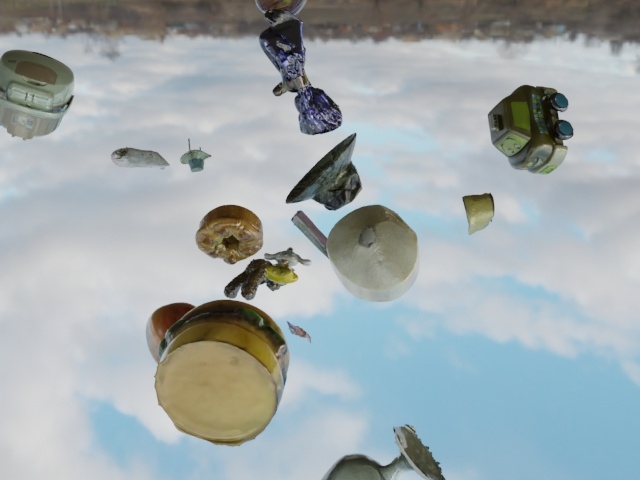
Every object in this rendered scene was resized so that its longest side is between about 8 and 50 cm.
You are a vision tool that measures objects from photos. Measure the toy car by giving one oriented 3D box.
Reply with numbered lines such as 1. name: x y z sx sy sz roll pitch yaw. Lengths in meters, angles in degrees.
1. toy car: 0.558 -0.310 2.205 0.198 0.247 0.204 3 160 -20

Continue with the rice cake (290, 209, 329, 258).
1. rice cake: 0.000 0.000 2.193 0.036 0.206 0.047 -37 -171 42

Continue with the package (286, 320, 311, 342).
1. package: -0.069 0.314 2.729 0.111 0.077 0.033 28 -127 21

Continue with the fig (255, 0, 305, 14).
1. fig: -0.104 -0.813 2.491 0.191 0.190 0.290 -10 177 -28

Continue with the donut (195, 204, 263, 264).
1. donut: -0.296 -0.019 2.619 0.227 0.226 0.113 0 -128 -1

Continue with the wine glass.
1. wine glass: 0.140 0.640 2.064 0.238 0.323 0.238 42 -165 -13

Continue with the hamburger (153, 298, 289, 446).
1. hamburger: -0.279 0.356 2.298 0.396 0.395 0.277 1 -155 4

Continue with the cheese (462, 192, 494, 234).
1. cheese: 0.323 -0.052 1.616 0.060 0.084 0.041 -7 -170 -1

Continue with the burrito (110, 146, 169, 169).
1. burrito: -0.515 -0.233 2.276 0.064 0.064 0.203 11 -173 31

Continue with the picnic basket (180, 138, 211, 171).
1. picnic basket: -0.325 -0.219 2.071 0.083 0.083 0.065 -17 164 19

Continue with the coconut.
1. coconut: 0.130 0.031 1.884 0.241 0.241 0.241 0 -162 0

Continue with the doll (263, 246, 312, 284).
1. doll: -0.091 0.070 2.219 0.135 0.071 0.113 -11 -127 3

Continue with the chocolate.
1. chocolate: -0.062 -0.423 2.027 0.149 0.343 0.126 -26 -153 4

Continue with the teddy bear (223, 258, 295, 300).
1. teddy bear: -0.202 0.124 2.728 0.182 0.129 0.251 7 -166 44

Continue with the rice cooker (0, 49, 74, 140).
1. rice cooker: -0.530 -0.272 1.462 0.145 0.127 0.206 15 -145 -20

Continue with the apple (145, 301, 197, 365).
1. apple: -0.436 0.311 2.566 0.242 0.242 0.241 -18 -114 -44

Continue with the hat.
1. hat: 0.036 -0.152 2.117 0.265 0.128 0.265 -41 -171 8
